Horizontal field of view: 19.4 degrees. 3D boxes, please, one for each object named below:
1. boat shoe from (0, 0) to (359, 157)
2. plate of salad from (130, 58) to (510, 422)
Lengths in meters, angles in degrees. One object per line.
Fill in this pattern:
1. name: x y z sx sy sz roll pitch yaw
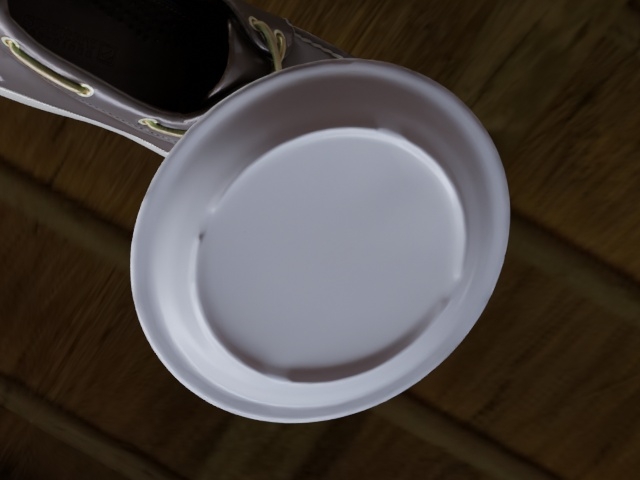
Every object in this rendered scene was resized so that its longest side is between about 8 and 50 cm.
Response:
1. boat shoe: -0.082 -0.112 1.212 0.324 0.096 0.117 16 -98 -27
2. plate of salad: 0.000 0.000 0.944 0.199 0.048 0.200 -7 -64 -15
